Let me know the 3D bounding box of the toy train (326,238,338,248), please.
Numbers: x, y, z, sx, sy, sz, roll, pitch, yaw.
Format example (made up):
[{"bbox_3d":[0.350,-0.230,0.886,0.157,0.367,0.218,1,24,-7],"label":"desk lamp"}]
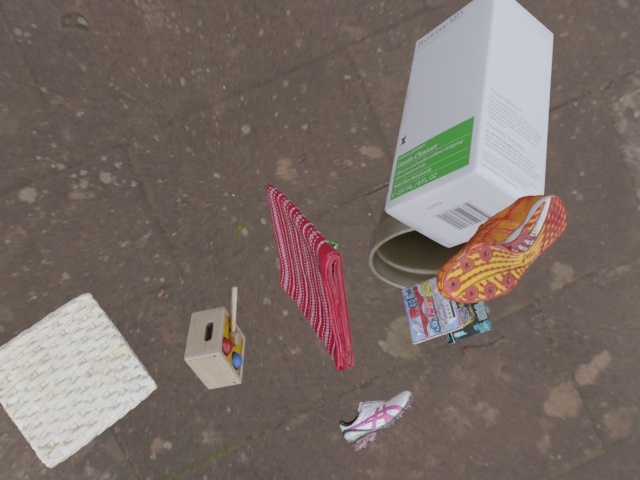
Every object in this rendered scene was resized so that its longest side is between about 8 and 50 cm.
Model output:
[{"bbox_3d":[0.000,0.000,1.306,0.083,0.024,0.017,23,102,30],"label":"toy train"}]

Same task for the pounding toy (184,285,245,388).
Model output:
[{"bbox_3d":[-0.191,0.188,1.210,0.100,0.141,0.130,-12,134,12],"label":"pounding toy"}]

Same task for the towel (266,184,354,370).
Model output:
[{"bbox_3d":[-0.023,0.048,0.939,0.031,0.275,0.198,-16,119,-16],"label":"towel"}]

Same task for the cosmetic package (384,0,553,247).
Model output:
[{"bbox_3d":[0.245,-0.196,1.005,0.155,0.197,0.365,26,60,-27],"label":"cosmetic package"}]

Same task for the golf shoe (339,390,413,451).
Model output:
[{"bbox_3d":[0.129,0.397,1.429,0.186,0.067,0.086,-37,78,-3],"label":"golf shoe"}]

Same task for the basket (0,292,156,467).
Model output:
[{"bbox_3d":[-0.639,0.348,1.585,0.331,0.266,0.328,-36,91,-21],"label":"basket"}]

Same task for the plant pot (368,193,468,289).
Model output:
[{"bbox_3d":[0.283,-0.062,1.568,0.323,0.323,0.280,9,57,-8],"label":"plant pot"}]

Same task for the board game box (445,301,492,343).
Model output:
[{"bbox_3d":[0.408,0.212,1.760,0.186,0.026,0.126,-8,79,-41],"label":"board game box"}]

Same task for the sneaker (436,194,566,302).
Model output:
[{"bbox_3d":[0.180,0.011,0.638,0.175,0.067,0.064,-31,105,-26],"label":"sneaker"}]

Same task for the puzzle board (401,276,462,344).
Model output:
[{"bbox_3d":[0.207,0.127,1.176,0.096,0.128,0.011,-23,136,18],"label":"puzzle board"}]
